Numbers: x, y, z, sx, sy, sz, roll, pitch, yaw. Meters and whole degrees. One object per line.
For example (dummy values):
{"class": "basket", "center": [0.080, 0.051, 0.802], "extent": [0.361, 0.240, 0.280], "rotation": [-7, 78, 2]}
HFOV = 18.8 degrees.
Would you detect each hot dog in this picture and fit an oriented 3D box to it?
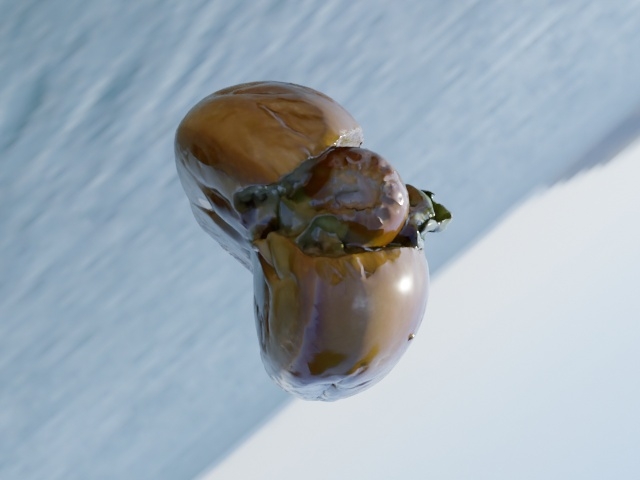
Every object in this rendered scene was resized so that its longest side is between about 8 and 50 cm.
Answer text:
{"class": "hot dog", "center": [0.000, 0.000, 0.623], "extent": [0.068, 0.100, 0.249], "rotation": [-24, 177, -3]}
